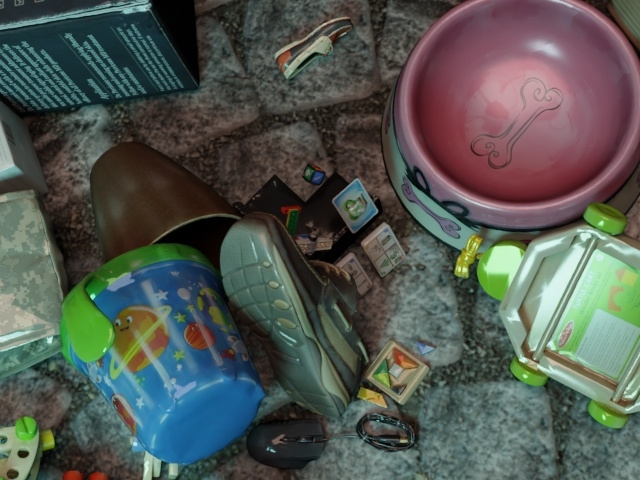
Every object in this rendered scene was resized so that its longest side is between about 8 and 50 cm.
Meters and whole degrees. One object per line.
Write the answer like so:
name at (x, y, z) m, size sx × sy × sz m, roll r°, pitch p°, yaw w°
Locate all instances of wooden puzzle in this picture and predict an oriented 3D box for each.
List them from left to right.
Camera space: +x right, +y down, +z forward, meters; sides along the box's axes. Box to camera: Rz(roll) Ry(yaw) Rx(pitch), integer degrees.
wooden puzzle at (0.109, 0.190, 1.441) m, size 0.078 × 0.014 × 0.116 m, roll 29°, pitch 80°, yaw 14°

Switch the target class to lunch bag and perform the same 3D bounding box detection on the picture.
lunch bag at (-0.501, 0.080, 1.480) m, size 0.286 × 0.169 × 0.235 m, roll -20°, pitch 73°, yaw 7°

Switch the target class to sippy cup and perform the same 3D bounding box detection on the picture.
sippy cup at (-0.193, 0.161, 1.320) m, size 0.305 × 0.240 × 0.224 m, roll -9°, pitch 46°, yaw -35°

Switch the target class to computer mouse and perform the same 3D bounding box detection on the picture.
computer mouse at (0.013, 0.280, 1.416) m, size 0.242 × 0.041 × 0.071 m, roll -7°, pitch 73°, yaw 6°

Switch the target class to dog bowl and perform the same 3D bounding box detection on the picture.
dog bowl at (0.285, -0.179, 1.445) m, size 0.407 × 0.150 × 0.408 m, roll -2°, pitch 75°, yaw 7°

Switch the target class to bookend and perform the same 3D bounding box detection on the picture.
bookend at (-0.018, -0.047, 1.492) m, size 0.157 × 0.072 × 0.156 m, roll 42°, pitch 85°, yaw 16°

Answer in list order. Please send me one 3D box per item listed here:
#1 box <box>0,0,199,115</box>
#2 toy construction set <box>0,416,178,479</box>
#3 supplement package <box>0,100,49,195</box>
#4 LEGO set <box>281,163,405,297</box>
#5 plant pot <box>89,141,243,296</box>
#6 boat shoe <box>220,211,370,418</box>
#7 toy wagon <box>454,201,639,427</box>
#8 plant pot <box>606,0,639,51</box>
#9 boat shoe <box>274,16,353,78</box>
box at (-0.459, -0.468, 1.554) m, size 0.471 × 0.297 × 0.480 m, roll -7°, pitch 74°, yaw 5°
toy construction set at (-0.339, 0.333, 1.410) m, size 0.327 × 0.151 × 0.215 m, roll -5°, pitch 49°, yaw -1°
supplement package at (-0.574, -0.102, 1.556) m, size 0.244 × 0.134 × 0.139 m, roll -24°, pitch 73°, yaw 1°
LEGO set at (0.000, 0.000, 1.406) m, size 0.182 × 0.244 × 0.060 m, roll -42°, pitch 44°, yaw -7°
plant pot at (-0.243, -0.031, 1.469) m, size 0.215 × 0.215 × 0.230 m, roll -37°, pitch 58°, yaw -3°
boat shoe at (-0.025, 0.085, 1.345) m, size 0.132 × 0.355 × 0.130 m, roll 17°, pitch 53°, yaw 35°
toy wagon at (0.349, 0.082, 1.347) m, size 0.344 × 0.068 × 0.267 m, roll 27°, pitch 114°, yaw 15°
plant pot at (0.487, -0.322, 1.430) m, size 0.109 × 0.237 × 0.237 m, roll -39°, pitch 72°, yaw 22°
boat shoe at (-0.006, -0.303, 1.573) m, size 0.137 × 0.049 × 0.043 m, roll -29°, pitch 76°, yaw 2°
